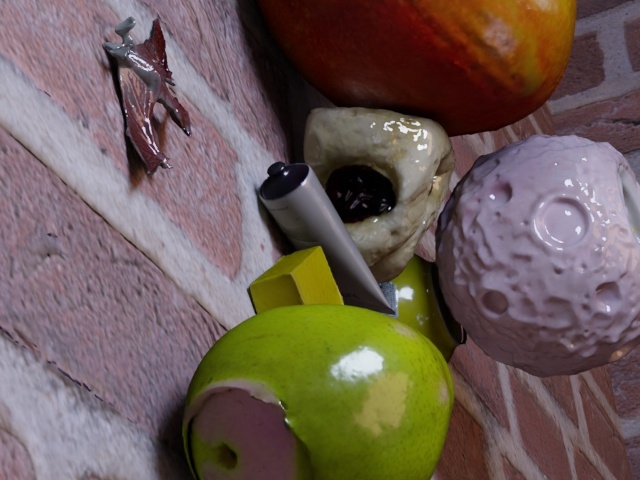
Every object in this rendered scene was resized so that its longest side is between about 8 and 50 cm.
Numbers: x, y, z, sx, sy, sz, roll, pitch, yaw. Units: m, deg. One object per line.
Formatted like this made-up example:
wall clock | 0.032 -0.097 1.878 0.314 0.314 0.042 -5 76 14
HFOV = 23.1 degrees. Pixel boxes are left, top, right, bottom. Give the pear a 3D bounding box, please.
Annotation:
pear | 0.005 0.129 1.129 0.220 0.187 0.187 -21 94 -59

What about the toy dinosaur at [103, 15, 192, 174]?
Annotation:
toy dinosaur | -0.132 -0.122 1.224 0.108 0.032 0.220 56 21 -37

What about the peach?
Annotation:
peach | 0.103 -0.256 1.597 0.372 0.373 0.289 40 55 -61

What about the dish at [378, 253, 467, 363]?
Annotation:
dish | 0.106 0.083 1.697 0.149 0.080 0.207 4 68 -72

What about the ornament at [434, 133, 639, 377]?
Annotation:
ornament | 0.239 0.020 1.652 0.259 0.225 0.259 50 28 -41

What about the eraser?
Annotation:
eraser | -0.014 0.064 1.386 0.122 0.045 0.097 -40 111 -72

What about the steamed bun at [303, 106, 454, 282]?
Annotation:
steamed bun | 0.055 -0.040 1.566 0.172 0.141 0.155 40 57 -69

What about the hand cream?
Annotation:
hand cream | 0.000 0.000 1.464 0.054 0.087 0.186 -50 126 -28
